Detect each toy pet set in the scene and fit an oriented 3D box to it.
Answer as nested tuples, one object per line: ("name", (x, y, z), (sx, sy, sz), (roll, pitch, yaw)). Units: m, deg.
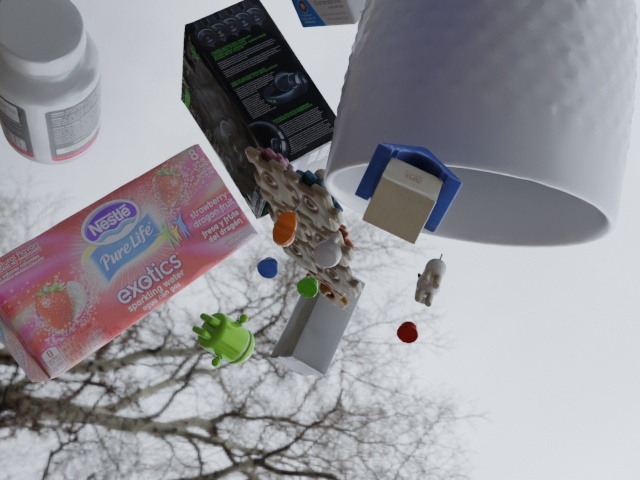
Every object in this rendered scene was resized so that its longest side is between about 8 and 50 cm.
("toy pet set", (0.037, -0.009, 0.507), (0.065, 0.122, 0.114), (-60, 175, -59))

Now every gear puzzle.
("gear puzzle", (0.000, 0.000, 1.082), (0.175, 0.339, 0.044), (32, -115, 33))

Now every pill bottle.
("pill bottle", (-0.457, -0.267, 1.218), (0.318, 0.176, 0.176), (130, -34, -65))

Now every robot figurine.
("robot figurine", (-0.158, 0.165, 1.225), (0.067, 0.115, 0.101), (11, -114, 52))

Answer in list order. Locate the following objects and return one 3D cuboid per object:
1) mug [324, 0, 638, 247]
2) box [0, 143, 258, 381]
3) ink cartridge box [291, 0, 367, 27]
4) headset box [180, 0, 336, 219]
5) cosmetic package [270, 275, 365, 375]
("mug", (0.197, -0.172, 0.762), (0.276, 0.374, 0.328), (3, -103, 39))
("box", (-0.248, 0.026, 0.885), (0.300, 0.142, 0.154), (-37, -171, -29))
("ink cartridge box", (-0.001, -0.383, 0.922), (0.086, 0.203, 0.148), (-35, -154, -17))
("headset box", (-0.109, -0.213, 1.184), (0.283, 0.131, 0.246), (58, -18, 7))
("cosmetic package", (-0.006, 0.182, 1.654), (0.127, 0.107, 0.238), (-17, -134, 63))
